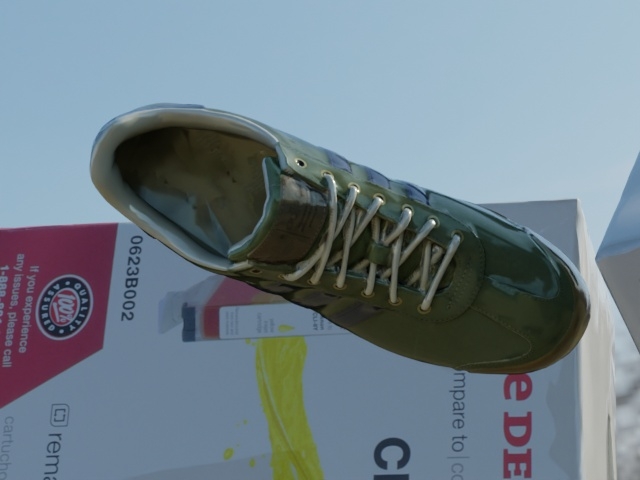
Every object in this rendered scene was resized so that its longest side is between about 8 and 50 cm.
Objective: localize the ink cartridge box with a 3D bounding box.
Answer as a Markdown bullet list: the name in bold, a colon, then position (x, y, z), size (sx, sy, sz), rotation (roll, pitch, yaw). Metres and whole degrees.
- **ink cartridge box**: position (-0.017, 0.134, 1.222), size (0.384, 0.279, 0.160), rotation (-3, -27, 12)

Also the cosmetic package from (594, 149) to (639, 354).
- **cosmetic package**: position (0.159, -0.006, 0.607), size (0.085, 0.117, 0.231), rotation (-19, 16, 27)

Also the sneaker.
- **sneaker**: position (0.000, 0.000, 0.722), size (0.192, 0.064, 0.086), rotation (23, 6, 15)
